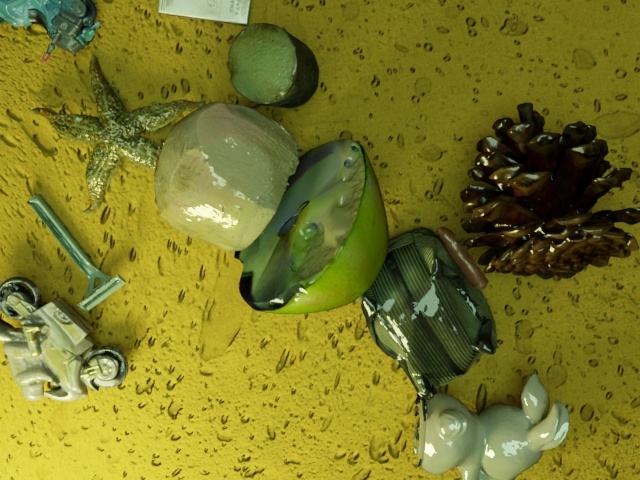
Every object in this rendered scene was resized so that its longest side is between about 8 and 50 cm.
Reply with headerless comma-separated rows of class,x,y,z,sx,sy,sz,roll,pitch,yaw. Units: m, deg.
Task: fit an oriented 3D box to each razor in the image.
razor,-0.556,0.015,1.696,0.111,0.056,0.278,-37,86,2

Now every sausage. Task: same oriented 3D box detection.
sausage,0.289,0.036,1.559,0.036,0.042,0.158,-40,95,-37

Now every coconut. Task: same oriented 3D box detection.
coconut,-0.207,-0.138,1.548,0.254,0.297,0.297,33,94,-14

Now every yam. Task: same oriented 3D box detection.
yam,-0.092,-0.352,1.559,0.161,0.268,0.161,2,99,10

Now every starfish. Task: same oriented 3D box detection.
starfish,-0.432,-0.248,1.660,0.357,0.078,0.347,-30,91,3

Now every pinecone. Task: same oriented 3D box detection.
pinecone,0.450,-0.108,1.533,0.384,0.384,0.385,0,95,1

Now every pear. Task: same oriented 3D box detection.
pear,0.005,0.000,1.558,0.165,0.399,0.399,37,95,-30

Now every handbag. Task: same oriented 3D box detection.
handbag,0.224,0.152,1.603,0.247,0.240,0.341,-32,95,7

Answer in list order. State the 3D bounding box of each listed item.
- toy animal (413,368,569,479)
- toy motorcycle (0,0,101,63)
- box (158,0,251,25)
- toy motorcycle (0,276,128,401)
toy animal,0.359,0.414,1.642,0.309,0.183,0.247,4,128,3
toy motorcycle,-0.612,-0.484,1.617,0.272,0.123,0.182,28,84,-1
box,-0.248,-0.534,1.652,0.198,0.029,0.109,8,95,-1
toy motorcycle,-0.607,0.245,1.684,0.340,0.108,0.223,42,95,-6
